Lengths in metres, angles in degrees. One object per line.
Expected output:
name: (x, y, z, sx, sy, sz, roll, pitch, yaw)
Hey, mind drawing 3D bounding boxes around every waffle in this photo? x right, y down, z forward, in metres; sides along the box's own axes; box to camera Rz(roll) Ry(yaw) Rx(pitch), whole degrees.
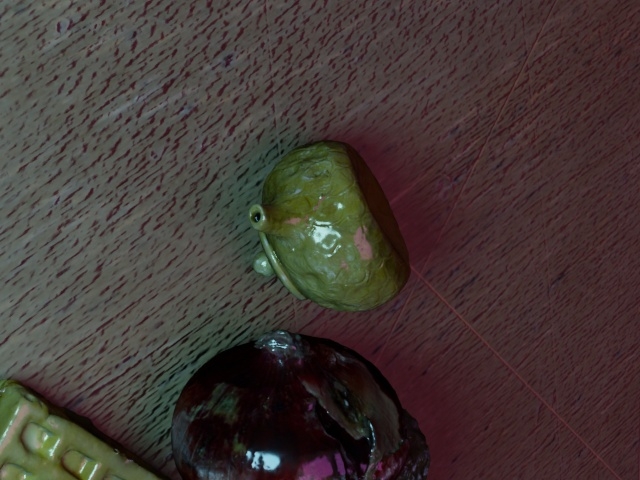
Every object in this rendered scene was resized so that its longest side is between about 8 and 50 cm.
waffle: (-0.272, 0.306, 1.532, 0.328, 0.098, 0.224, 40, 72, -39)

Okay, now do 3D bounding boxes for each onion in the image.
onion: (-0.030, 0.184, 1.596, 0.272, 0.272, 0.195, -25, 136, -36)

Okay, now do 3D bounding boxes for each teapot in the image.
teapot: (0.000, 0.000, 1.673, 0.203, 0.167, 0.311, 68, 13, 21)

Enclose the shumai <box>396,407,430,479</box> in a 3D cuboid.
shumai: (0.042, 0.335, 1.759, 0.256, 0.189, 0.218, -36, 122, -31)
